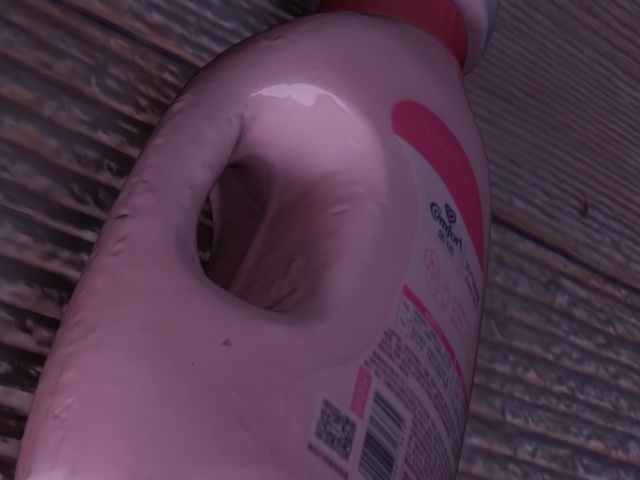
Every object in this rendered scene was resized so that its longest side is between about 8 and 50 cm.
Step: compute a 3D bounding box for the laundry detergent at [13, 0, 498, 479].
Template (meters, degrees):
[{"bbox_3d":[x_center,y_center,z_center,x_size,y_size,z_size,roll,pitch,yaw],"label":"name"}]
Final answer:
[{"bbox_3d":[0.000,0.000,0.589,0.159,0.088,0.335,48,38,-28],"label":"laundry detergent"}]
